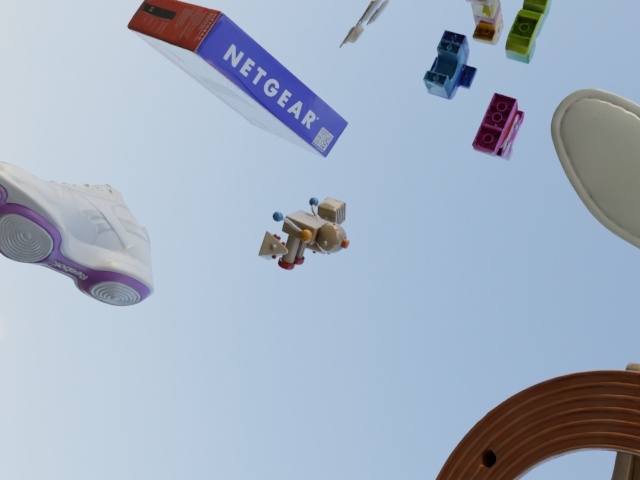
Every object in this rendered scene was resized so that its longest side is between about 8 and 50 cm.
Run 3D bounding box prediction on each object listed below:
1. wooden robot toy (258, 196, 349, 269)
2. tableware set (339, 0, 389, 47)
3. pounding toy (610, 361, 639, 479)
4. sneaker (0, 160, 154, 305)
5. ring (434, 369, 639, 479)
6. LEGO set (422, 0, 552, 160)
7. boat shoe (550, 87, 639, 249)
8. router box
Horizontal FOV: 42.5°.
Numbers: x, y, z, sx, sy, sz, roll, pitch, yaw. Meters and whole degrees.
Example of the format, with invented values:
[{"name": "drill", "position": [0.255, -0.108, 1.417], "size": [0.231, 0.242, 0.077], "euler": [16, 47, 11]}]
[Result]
[{"name": "wooden robot toy", "position": [0.000, 0.000, 0.970], "size": [0.079, 0.173, 0.076], "euler": [18, -70, 22]}, {"name": "tableware set", "position": [0.098, -0.429, 1.522], "size": [0.169, 0.020, 0.141], "euler": [-53, 180, -33]}, {"name": "pounding toy", "position": [0.263, 0.238, 0.722], "size": [0.154, 0.154, 0.270], "euler": [8, -85, 39]}, {"name": "sneaker", "position": [-0.343, -0.028, 1.107], "size": [0.114, 0.305, 0.152], "euler": [-20, -129, 23]}, {"name": "ring", "position": [0.201, 0.259, 0.576], "size": [0.336, 0.032, 0.337], "euler": [-21, -122, 38]}, {"name": "LEGO set", "position": [0.154, -0.173, 0.703], "size": [0.087, 0.093, 0.227], "euler": [21, -98, 21]}, {"name": "boat shoe", "position": [0.348, -0.038, 0.838], "size": [0.109, 0.305, 0.091], "euler": [-47, -176, 16]}, {"name": "router box", "position": [-0.153, -0.304, 1.508], "size": [0.082, 0.335, 0.301], "euler": [-56, -141, -2]}]
